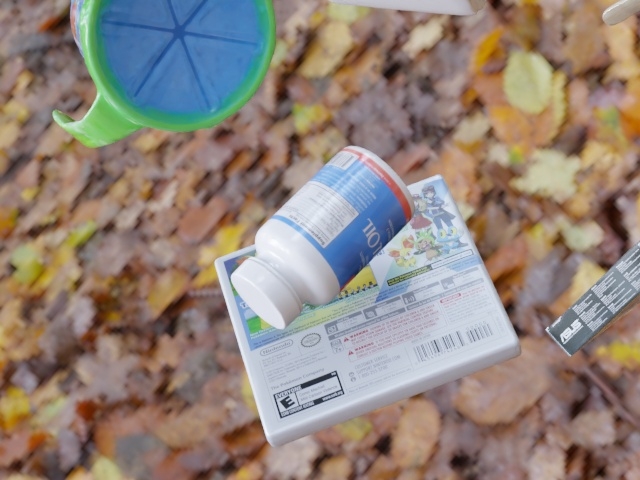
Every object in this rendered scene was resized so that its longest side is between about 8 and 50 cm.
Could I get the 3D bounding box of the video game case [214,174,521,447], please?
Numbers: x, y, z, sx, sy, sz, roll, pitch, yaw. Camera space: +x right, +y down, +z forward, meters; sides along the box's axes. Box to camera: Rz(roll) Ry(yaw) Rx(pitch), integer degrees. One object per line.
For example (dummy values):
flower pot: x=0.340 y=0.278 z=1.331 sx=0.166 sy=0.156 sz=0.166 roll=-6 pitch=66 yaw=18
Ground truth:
video game case: x=0.052 y=0.083 z=1.856 sx=0.329 sy=0.036 sz=0.300 roll=-21 pitch=50 yaw=1

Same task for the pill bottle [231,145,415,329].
pill bottle: x=0.000 y=0.000 z=1.755 sx=0.221 sy=0.124 sz=0.124 roll=-45 pitch=23 yaw=-17

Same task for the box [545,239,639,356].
box: x=0.338 y=0.022 z=1.477 sx=0.184 sy=0.045 sz=0.191 roll=-24 pitch=-20 yaw=-46

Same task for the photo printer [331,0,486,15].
photo printer: x=0.086 y=-0.448 z=2.224 sx=0.307 sy=0.256 sz=0.107 roll=9 pitch=73 yaw=21

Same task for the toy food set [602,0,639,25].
toy food set: x=0.238 y=-0.280 z=1.241 sx=0.132 sy=0.192 sz=0.038 roll=-28 pitch=28 yaw=38

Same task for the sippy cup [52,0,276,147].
sippy cup: x=-0.200 y=-0.264 z=1.770 sx=0.305 sy=0.240 sz=0.224 roll=-20 pitch=22 yaw=-18
